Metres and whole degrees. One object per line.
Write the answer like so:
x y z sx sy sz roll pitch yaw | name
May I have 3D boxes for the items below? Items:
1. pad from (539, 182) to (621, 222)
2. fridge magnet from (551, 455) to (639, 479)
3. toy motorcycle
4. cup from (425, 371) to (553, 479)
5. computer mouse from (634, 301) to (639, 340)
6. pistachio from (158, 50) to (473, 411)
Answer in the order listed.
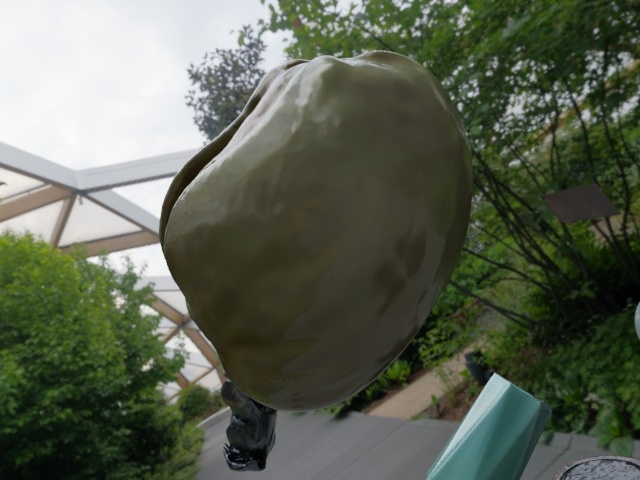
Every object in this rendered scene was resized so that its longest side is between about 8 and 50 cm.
0.698 -0.099 1.244 0.006 0.113 0.188 -46 9 -16 | pad
0.712 0.656 1.114 0.364 0.155 0.363 -20 -1 0 | fridge magnet
-0.139 0.365 0.947 0.173 0.108 0.307 -49 -37 -57 | toy motorcycle
0.309 0.369 0.819 0.235 0.148 0.134 -57 12 -1 | cup
0.635 0.124 0.790 0.079 0.128 0.230 -2 -46 -15 | computer mouse
0.000 0.000 0.552 0.281 0.365 0.445 44 118 65 | pistachio
